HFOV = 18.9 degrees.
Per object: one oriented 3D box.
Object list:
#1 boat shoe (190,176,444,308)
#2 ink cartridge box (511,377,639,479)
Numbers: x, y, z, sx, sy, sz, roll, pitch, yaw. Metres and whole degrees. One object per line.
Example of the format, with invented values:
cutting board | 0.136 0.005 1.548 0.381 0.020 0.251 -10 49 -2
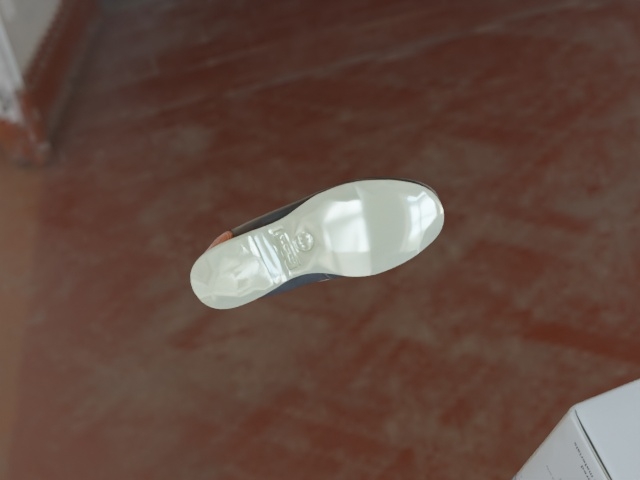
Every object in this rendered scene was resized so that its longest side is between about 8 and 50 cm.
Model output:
boat shoe | 0.000 0.000 0.979 0.137 0.049 0.043 -20 3 16
ink cartridge box | 0.156 0.114 0.867 0.127 0.175 0.072 -20 70 -19
